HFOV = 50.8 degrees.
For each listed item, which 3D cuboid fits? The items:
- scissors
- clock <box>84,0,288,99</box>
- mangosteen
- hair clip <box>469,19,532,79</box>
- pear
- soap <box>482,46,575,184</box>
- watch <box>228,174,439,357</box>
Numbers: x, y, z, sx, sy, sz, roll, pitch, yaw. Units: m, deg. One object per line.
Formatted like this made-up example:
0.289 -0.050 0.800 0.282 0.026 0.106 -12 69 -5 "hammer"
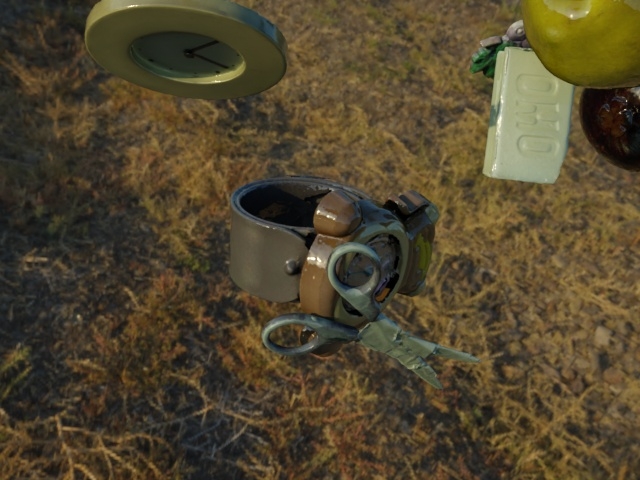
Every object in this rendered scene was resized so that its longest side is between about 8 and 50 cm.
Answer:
0.115 0.162 1.159 0.383 0.256 0.029 28 26 -24 "scissors"
-0.154 -0.225 0.792 0.235 0.029 0.235 2 -11 0 "clock"
0.691 -0.281 1.404 0.288 0.288 0.288 15 31 -9 "mangosteen"
0.360 -0.355 1.218 0.195 0.124 0.052 -20 53 6 "hair clip"
0.405 -0.320 0.885 0.307 0.253 0.253 1 35 -40 "pear"
0.318 -0.187 1.026 0.115 0.198 0.063 4 7 -1 "soap"
0.000 0.000 1.291 0.335 0.314 0.327 -17 34 -39 "watch"
